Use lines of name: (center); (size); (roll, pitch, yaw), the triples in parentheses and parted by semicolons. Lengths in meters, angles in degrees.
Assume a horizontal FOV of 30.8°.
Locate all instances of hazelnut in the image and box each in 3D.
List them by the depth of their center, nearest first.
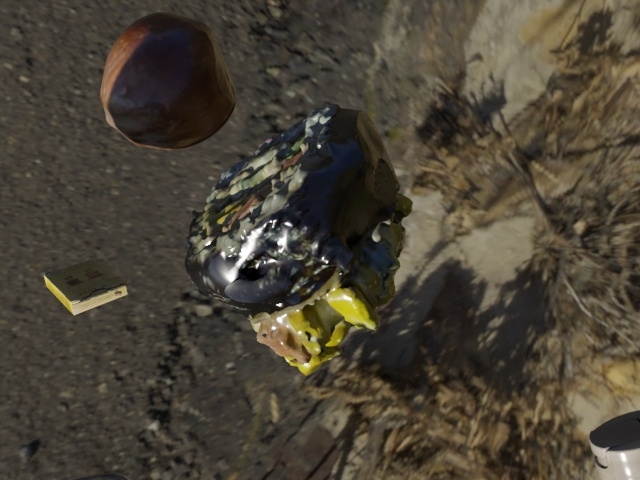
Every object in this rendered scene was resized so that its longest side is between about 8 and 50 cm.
hazelnut: (-0.160, -0.161, 1.184); (0.143, 0.154, 0.143); (-1, 82, 6)

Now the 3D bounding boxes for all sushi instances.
sushi: (0.000, 0.000, 1.663); (0.329, 0.328, 0.285); (-38, 109, 19)

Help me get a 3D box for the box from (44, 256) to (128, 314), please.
box: (-0.293, 0.055, 1.446); (0.073, 0.149, 0.020); (-20, 109, -20)

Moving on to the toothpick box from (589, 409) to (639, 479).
toothpick box: (0.386, 0.294, 1.331); (0.111, 0.111, 0.180); (-18, 100, 10)

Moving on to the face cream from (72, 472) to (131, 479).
face cream: (-0.166, 0.351, 1.026); (0.071, 0.144, 0.291); (-27, 74, 16)
